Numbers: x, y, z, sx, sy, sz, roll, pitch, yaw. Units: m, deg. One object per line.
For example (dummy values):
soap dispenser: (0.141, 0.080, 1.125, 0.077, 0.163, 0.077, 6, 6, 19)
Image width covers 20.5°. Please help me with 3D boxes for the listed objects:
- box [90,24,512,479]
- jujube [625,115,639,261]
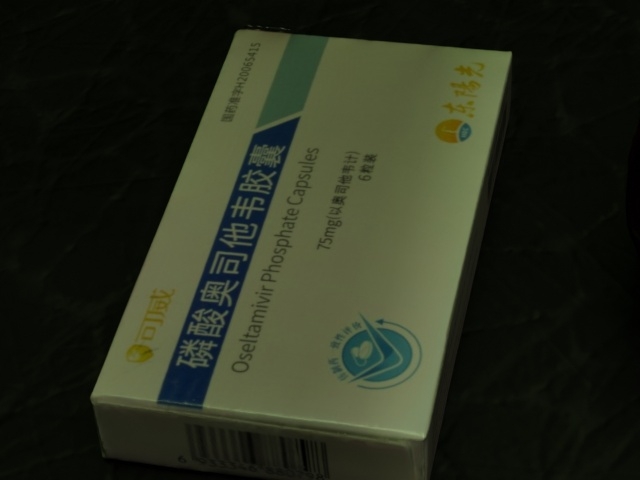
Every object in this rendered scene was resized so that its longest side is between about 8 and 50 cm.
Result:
box: (0.000, 0.000, 1.118, 0.200, 0.065, 0.343, 6, 46, 12)
jujube: (0.324, -0.074, 1.045, 0.258, 0.258, 0.377, 22, 46, 25)
